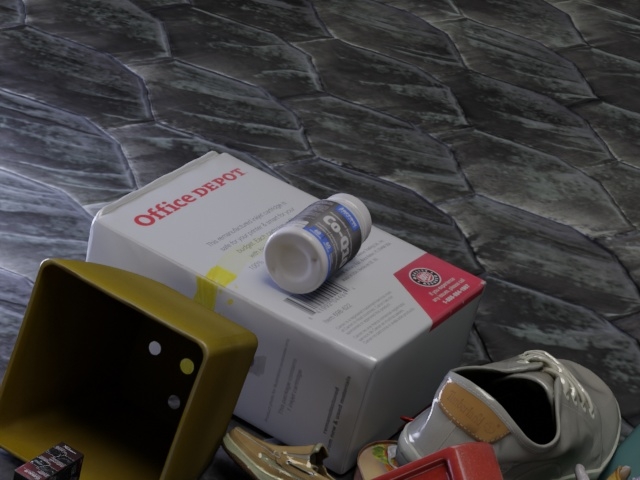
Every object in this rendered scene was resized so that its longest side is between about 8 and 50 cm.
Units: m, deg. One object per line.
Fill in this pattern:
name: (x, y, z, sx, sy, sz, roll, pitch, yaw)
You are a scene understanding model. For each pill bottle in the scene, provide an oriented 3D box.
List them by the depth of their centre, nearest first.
pill bottle: (0.000, 0.000, 2.153, 0.078, 0.078, 0.137, 24, 30, 17)

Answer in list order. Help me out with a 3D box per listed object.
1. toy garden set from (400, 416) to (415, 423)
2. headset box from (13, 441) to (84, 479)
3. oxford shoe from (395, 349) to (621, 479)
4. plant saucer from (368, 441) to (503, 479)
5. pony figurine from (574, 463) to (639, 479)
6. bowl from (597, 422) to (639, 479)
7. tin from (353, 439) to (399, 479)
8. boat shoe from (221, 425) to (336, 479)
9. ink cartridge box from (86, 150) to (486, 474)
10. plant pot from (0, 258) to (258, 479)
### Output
toy garden set: (0.182, 0.265, 2.080, 0.244, 0.049, 0.204, 20, 23, -26)
headset box: (-0.276, 0.246, 1.926, 0.032, 0.062, 0.083, 27, 31, 23)
oxford shoe: (0.232, 0.183, 2.087, 0.169, 0.130, 0.449, 37, 20, 21)
plant saucer: (0.058, 0.309, 1.766, 0.259, 0.048, 0.258, -23, 39, 9)
pony figurine: (0.254, 0.348, 1.816, 0.363, 0.303, 0.351, -25, 33, -28)
bowl: (0.474, 0.263, 2.158, 0.311, 0.163, 0.311, 12, 27, -7)
tin: (0.095, 0.282, 2.072, 0.106, 0.040, 0.190, 10, 28, -18)
boat shoe: (-0.018, 0.242, 2.034, 0.190, 0.072, 0.068, 34, 4, 23)
ink cartridge box: (-0.048, 0.073, 2.253, 0.384, 0.160, 0.279, 27, 31, 22)
plant pot: (-0.185, 0.145, 2.025, 0.212, 0.212, 0.187, 27, 17, 23)
